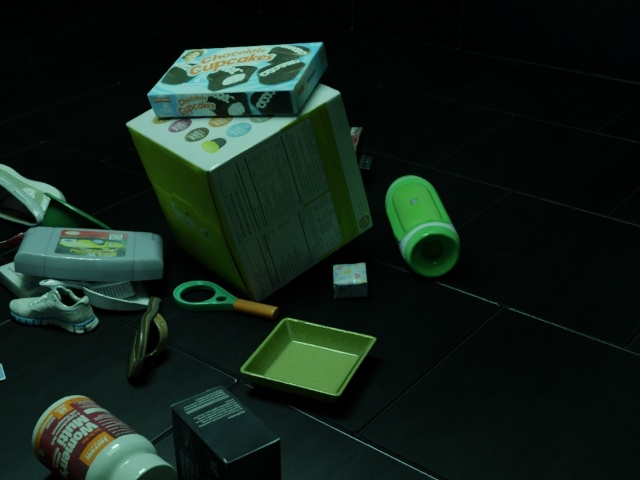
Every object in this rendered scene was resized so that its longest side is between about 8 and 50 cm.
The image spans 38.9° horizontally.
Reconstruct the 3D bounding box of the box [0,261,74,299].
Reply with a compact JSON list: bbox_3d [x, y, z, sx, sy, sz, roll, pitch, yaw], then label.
[{"bbox_3d":[-0.570,0.067,1.929,0.186,0.038,0.145,-24,35,-34],"label":"box"}]

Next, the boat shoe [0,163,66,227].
[{"bbox_3d":[-0.761,-0.103,2.178,0.320,0.118,0.103,19,29,21],"label":"boat shoe"}]

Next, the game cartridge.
[{"bbox_3d":[-0.473,0.029,1.878,0.294,0.060,0.196,3,22,-12],"label":"game cartridge"}]

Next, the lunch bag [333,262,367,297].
[{"bbox_3d":[0.062,0.079,1.866,0.071,0.053,0.083,-3,38,0],"label":"lunch bag"}]

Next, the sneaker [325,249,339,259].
[{"bbox_3d":[0.000,0.000,2.030,0.075,0.057,0.161,-14,27,17],"label":"sneaker"}]

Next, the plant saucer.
[{"bbox_3d":[-0.019,0.219,1.610,0.188,0.045,0.188,11,30,21],"label":"plant saucer"}]

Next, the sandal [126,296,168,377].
[{"bbox_3d":[-0.312,0.179,1.684,0.060,0.090,0.219,20,20,-7],"label":"sandal"}]

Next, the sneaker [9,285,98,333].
[{"bbox_3d":[-0.526,0.122,1.776,0.191,0.083,0.071,6,30,15],"label":"sneaker"}]

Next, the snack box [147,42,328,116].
[{"bbox_3d":[-0.165,-0.324,1.828,0.322,0.060,0.187,2,40,23],"label":"snack box"}]

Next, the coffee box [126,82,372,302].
[{"bbox_3d":[-0.146,-0.138,1.915,0.334,0.338,0.337,-34,40,-23],"label":"coffee box"}]

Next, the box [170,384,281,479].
[{"bbox_3d":[-0.135,0.322,1.304,0.093,0.156,0.158,-19,33,-31],"label":"box"}]

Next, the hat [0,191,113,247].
[{"bbox_3d":[-0.602,0.007,2.049,0.208,0.183,0.173,30,-9,-2],"label":"hat"}]

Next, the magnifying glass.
[{"bbox_3d":[-0.191,0.123,1.822,0.231,0.026,0.092,12,31,22],"label":"magnifying glass"}]

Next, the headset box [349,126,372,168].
[{"bbox_3d":[-0.015,-0.214,2.358,0.293,0.110,0.218,3,28,7],"label":"headset box"}]

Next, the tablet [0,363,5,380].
[{"bbox_3d":[-0.612,0.246,1.625,0.083,0.006,0.054,-13,30,-23],"label":"tablet"}]

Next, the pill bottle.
[{"bbox_3d":[-0.319,0.326,1.340,0.221,0.121,0.121,22,36,38],"label":"pill bottle"}]

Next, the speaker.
[{"bbox_3d":[0.221,-0.037,2.002,0.131,0.131,0.296,-4,28,-5],"label":"speaker"}]

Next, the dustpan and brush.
[{"bbox_3d":[-0.457,0.094,1.831,0.211,0.060,0.147,-8,28,-21],"label":"dustpan and brush"}]
